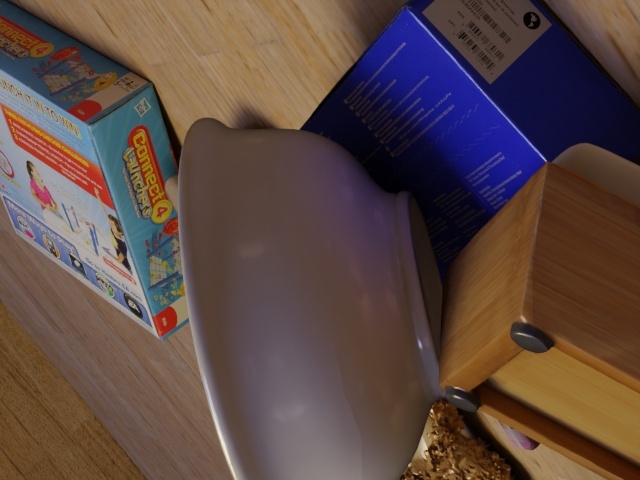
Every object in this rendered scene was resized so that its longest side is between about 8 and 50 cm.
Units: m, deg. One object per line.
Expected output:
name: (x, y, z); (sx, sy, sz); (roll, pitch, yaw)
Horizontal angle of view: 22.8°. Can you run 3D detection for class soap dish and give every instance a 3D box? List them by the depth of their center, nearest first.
soap dish: (0.214, 0.079, 0.922); (0.291, 0.118, 0.229); (29, 161, -1)

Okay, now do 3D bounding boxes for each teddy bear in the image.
teddy bear: (0.177, 0.286, 1.584); (0.338, 0.113, 0.245); (50, 156, 17)

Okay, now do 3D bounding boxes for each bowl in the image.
bowl: (0.012, 0.049, 1.072); (0.298, 0.134, 0.298); (-12, -90, -80)

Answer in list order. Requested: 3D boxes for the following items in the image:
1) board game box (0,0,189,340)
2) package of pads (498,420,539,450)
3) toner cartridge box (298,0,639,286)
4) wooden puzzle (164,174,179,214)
board game box: (-0.269, -0.082, 1.760); (0.308, 0.086, 0.302); (32, 147, 40)
package of pads: (0.168, 0.131, 1.346); (0.032, 0.050, 0.083); (4, 133, 57)
toner cartridge box: (0.085, -0.064, 1.104); (0.165, 0.075, 0.348); (49, 161, -1)
wooden puzzle: (-0.057, 0.055, 1.606); (0.238, 0.044, 0.221); (53, 180, -35)
